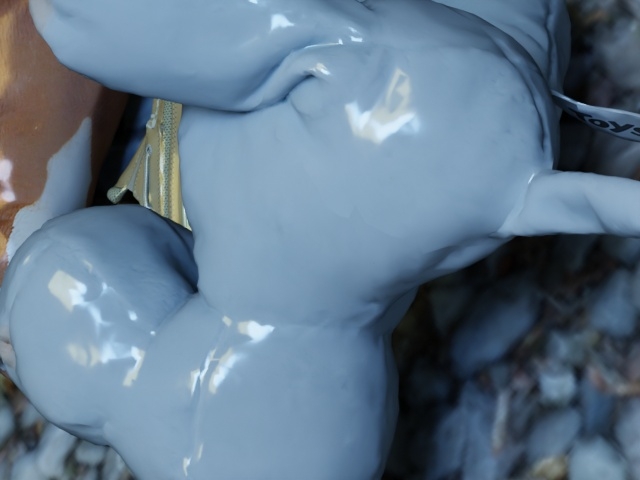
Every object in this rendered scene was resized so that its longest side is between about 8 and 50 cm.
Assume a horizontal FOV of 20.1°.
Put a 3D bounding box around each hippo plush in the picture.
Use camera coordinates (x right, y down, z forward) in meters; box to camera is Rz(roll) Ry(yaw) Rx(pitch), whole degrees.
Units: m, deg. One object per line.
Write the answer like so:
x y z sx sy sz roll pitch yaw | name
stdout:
0.000 0.000 0.733 0.294 0.234 0.237 29 113 18 | hippo plush

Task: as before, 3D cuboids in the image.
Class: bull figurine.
-0.170 -0.063 0.925 0.188 0.101 0.310 10 70 42 | bull figurine

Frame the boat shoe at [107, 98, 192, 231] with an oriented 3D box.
-0.068 -0.030 0.853 0.072 0.068 0.190 -11 67 19 | boat shoe
